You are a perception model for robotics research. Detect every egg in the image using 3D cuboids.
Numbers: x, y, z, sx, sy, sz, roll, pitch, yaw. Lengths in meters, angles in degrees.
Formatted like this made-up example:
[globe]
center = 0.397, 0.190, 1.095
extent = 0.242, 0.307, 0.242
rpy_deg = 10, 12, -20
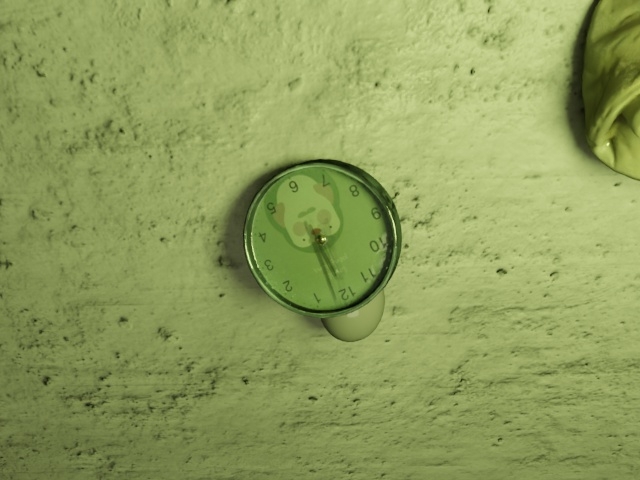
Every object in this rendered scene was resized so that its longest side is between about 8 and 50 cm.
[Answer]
[egg]
center = 0.070, 0.134, 1.100
extent = 0.147, 0.146, 0.198
rpy_deg = 9, 114, -5

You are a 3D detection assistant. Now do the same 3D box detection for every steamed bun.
[steamed bun]
center = 0.610, -0.253, 0.780
extent = 0.343, 0.255, 0.367
rpy_deg = -21, 119, 16

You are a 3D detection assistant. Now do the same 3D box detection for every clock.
[clock]
center = 0.001, -0.001, 0.985
extent = 0.319, 0.066, 0.318
rpy_deg = 2, 100, 12
